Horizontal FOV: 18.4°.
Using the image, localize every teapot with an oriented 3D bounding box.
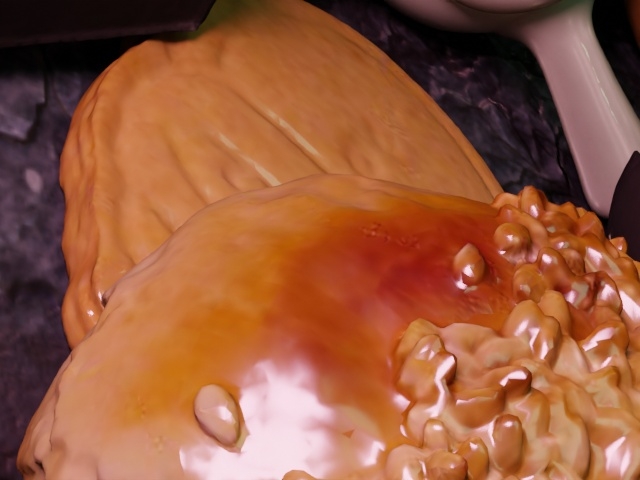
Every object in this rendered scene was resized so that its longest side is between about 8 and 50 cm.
[{"bbox_3d":[0.148,-0.187,1.275,0.318,0.220,0.149,35,20,-19],"label":"teapot"}]

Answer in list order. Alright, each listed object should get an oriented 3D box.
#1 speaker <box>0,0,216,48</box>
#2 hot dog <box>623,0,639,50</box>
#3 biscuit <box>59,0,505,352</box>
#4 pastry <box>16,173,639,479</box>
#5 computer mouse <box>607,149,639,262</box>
[{"bbox_3d":[-0.175,-0.243,1.003,0.232,0.184,0.254,-10,63,-34],"label":"speaker"},{"bbox_3d":[0.307,-0.136,1.463,0.194,0.107,0.326,-14,85,-20],"label":"hot dog"},{"bbox_3d":[0.000,0.000,1.086,0.312,0.057,0.351,38,38,-10],"label":"biscuit"},{"bbox_3d":[0.061,0.156,0.827,0.409,0.245,0.410,19,55,-29],"label":"pastry"},{"bbox_3d":[0.264,0.067,1.220,0.269,0.100,0.170,46,7,-8],"label":"computer mouse"}]
